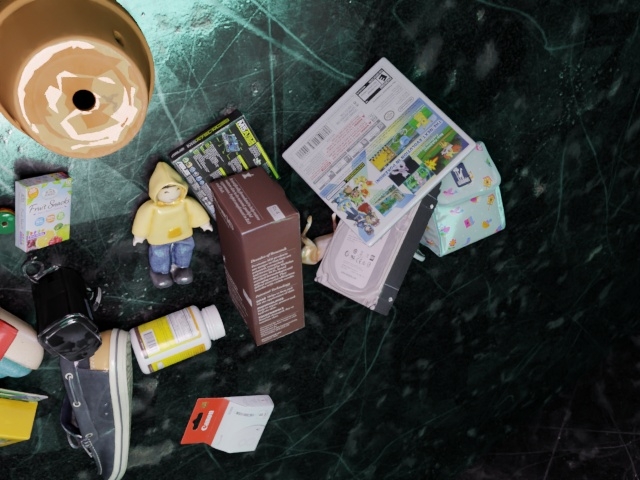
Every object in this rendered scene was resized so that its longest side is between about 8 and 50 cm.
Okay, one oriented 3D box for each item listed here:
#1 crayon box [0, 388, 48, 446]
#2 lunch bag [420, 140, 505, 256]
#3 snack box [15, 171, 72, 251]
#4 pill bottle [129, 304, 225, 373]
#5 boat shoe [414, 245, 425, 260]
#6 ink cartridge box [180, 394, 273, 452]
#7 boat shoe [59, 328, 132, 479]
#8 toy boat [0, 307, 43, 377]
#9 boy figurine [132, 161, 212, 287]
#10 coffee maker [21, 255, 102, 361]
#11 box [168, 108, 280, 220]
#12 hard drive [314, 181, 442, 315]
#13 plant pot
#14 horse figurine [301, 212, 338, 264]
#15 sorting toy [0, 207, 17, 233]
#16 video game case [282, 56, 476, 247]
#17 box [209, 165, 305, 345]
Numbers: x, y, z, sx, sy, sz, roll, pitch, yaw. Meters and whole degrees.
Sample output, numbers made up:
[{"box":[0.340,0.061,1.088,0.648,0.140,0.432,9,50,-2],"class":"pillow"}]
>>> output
[{"box":[-0.737,0.370,1.194,0.322,0.083,0.203,-25,143,38],"class":"crayon box"},{"box":[0.368,-0.122,1.580,0.223,0.160,0.262,-21,118,-12],"class":"lunch bag"},{"box":[-0.544,-0.056,1.136,0.100,0.037,0.141,-30,140,-55],"class":"snack box"},{"box":[-0.350,0.235,1.425,0.214,0.117,0.117,-20,129,-18],"class":"pill bottle"},{"box":[0.266,0.018,1.686,0.142,0.049,0.040,31,102,-38],"class":"boat shoe"},{"box":[-0.275,0.553,1.730,0.232,0.066,0.189,5,118,-38],"class":"ink cartridge box"},{"box":[-0.534,0.406,1.389,0.155,0.187,0.500,0,129,-15],"class":"boat shoe"},{"box":[-0.652,0.196,1.088,0.267,0.318,0.148,42,71,-28],"class":"toy boat"},{"box":[-0.323,-0.036,1.275,0.177,0.092,0.285,-6,127,-24],"class":"boy figurine"},{"box":[-0.546,0.147,1.208,0.171,0.178,0.120,32,101,-41],"class":"coffee maker"},{"box":[-0.209,-0.163,1.285,0.184,0.045,0.191,-37,132,-6],"class":"box"},{"box":[0.135,-0.016,1.401,0.064,0.236,0.339,26,88,-39],"class":"hard drive"},{"box":[-0.415,-0.271,0.983,0.290,0.203,0.291,-15,126,-21],"class":"plant pot"},{"box":[0.000,0.000,1.506,0.263,0.066,0.175,-16,123,-25],"class":"horse figurine"},{"box":[-0.722,0.011,1.099,0.274,0.046,0.132,-9,125,-26],"class":"sorting toy"},{"box":[0.128,-0.202,1.313,0.329,0.300,0.036,-43,167,2],"class":"video game case"},{"box":[-0.138,0.045,1.335,0.143,0.191,0.382,-20,136,-21],"class":"box"}]
